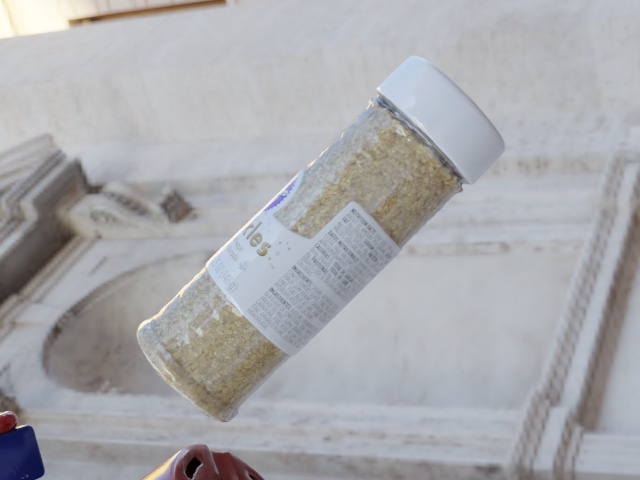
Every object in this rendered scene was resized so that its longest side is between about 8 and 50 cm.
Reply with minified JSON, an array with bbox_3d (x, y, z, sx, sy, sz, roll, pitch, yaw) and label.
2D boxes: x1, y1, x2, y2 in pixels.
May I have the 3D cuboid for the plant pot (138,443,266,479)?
[{"bbox_3d":[-0.169,0.373,1.248,0.272,0.265,0.272,42,-162,-17],"label":"plant pot"}]

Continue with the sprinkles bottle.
[{"bbox_3d":[0.000,0.000,1.041,0.355,0.121,0.121,-45,-33,3],"label":"sprinkles bottle"}]

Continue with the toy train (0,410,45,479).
[{"bbox_3d":[-0.449,0.273,1.312,0.248,0.143,0.105,-16,-88,-32],"label":"toy train"}]
